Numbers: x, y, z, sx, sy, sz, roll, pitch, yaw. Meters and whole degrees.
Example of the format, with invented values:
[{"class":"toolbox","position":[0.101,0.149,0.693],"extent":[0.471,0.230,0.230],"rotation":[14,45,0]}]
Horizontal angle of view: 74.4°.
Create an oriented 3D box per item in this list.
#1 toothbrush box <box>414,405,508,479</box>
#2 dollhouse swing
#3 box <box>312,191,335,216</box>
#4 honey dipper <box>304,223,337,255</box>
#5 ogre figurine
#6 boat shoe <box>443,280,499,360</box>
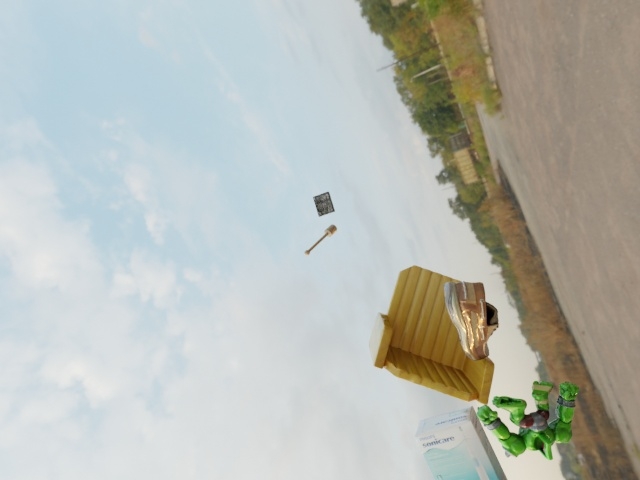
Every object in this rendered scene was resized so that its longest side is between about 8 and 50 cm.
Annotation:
[{"class":"toothbrush box","position":[0.504,0.780,1.508],"extent":[0.295,0.216,0.126],"rotation":[64,-159,4]},{"class":"dollhouse swing","position":[0.370,0.270,1.330],"extent":[0.315,0.347,0.305],"rotation":[-49,-21,-86]},{"class":"box","position":[0.014,-0.141,1.646],"extent":[0.018,0.067,0.083],"rotation":[-7,-102,-72]},{"class":"honey dipper","position":[0.000,0.000,1.366],"extent":[0.161,0.030,0.030],"rotation":[-44,-65,-40]},{"class":"ogre figurine","position":[0.418,0.359,0.836],"extent":[0.097,0.197,0.118],"rotation":[-3,102,69]},{"class":"boat shoe","position":[0.436,0.229,1.166],"extent":[0.324,0.116,0.123],"rotation":[56,-153,-39]}]
